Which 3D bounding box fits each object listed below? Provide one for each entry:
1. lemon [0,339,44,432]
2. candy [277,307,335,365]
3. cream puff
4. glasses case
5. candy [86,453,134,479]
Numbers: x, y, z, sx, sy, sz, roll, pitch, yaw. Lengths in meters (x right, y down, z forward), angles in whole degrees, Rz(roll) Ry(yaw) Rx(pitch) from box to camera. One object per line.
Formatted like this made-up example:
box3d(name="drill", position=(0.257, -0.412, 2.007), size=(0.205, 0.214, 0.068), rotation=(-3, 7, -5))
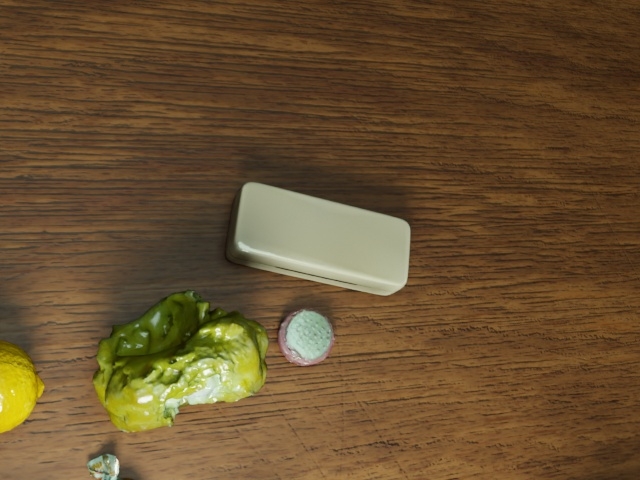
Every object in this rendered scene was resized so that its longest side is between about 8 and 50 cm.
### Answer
box3d(name="lemon", position=(-0.495, 0.212, 1.067), size=(0.187, 0.142, 0.142), rotation=(-4, 73, -24))
box3d(name="candy", position=(-0.026, 0.171, 1.320), size=(0.103, 0.043, 0.103), rotation=(6, 72, -18))
box3d(name="cream puff", position=(-0.212, 0.172, 1.122), size=(0.281, 0.282, 0.185), rotation=(-13, 85, -25))
box3d(name="glasses case", position=(0.000, 0.000, 1.371), size=(0.336, 0.076, 0.144), rotation=(14, 67, -17))
box3d(name="candy", position=(-0.288, 0.402, 1.134), size=(0.053, 0.046, 0.182), rotation=(-37, 90, -26))
